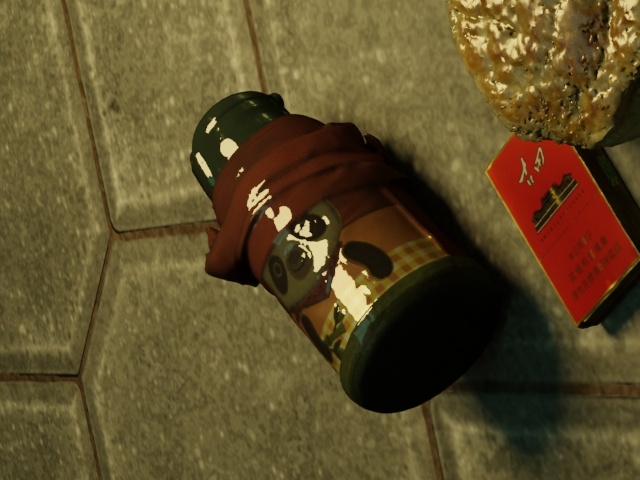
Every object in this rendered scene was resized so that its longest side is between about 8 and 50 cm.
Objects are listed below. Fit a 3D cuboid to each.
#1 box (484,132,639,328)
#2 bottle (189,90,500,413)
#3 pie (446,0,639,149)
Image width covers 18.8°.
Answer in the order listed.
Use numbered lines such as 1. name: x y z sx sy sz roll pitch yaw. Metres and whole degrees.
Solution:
1. box: 0.165 -0.020 1.267 0.133 0.023 0.090 62 143 21
2. bottle: 0.000 0.000 1.409 0.271 0.156 0.143 47 162 33
3. pie: 0.154 -0.148 1.185 0.163 0.079 0.193 -31 73 52
